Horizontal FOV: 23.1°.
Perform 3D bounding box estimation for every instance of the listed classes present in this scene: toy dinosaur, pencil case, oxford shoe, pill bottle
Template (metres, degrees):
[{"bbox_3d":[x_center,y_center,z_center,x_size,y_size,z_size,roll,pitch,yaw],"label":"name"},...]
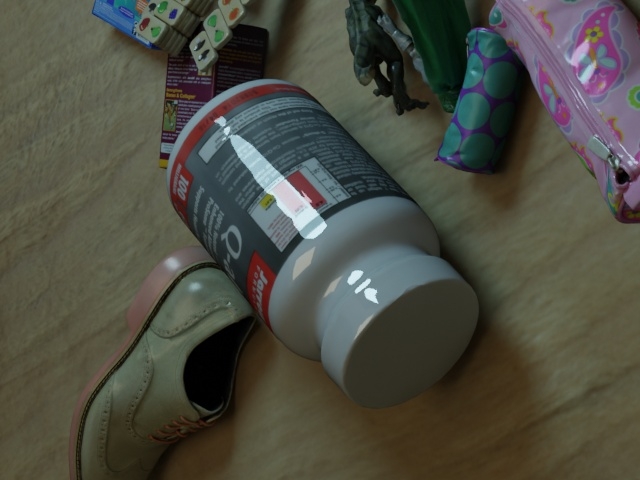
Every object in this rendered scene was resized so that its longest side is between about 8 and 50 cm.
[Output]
[{"bbox_3d":[0.063,-0.198,1.701,0.064,0.118,0.268,-23,30,13],"label":"toy dinosaur"},{"bbox_3d":[0.268,-0.144,1.482,0.124,0.124,0.284,-49,53,34],"label":"pencil case"},{"bbox_3d":[-0.204,0.206,1.982,0.146,0.140,0.397,42,120,33],"label":"oxford shoe"},{"bbox_3d":[0.000,0.000,1.705,0.363,0.210,0.210,48,122,38],"label":"pill bottle"},{"bbox_3d":[0.168,-0.145,1.633,0.070,0.064,0.152,21,103,27],"label":"pencil case"}]

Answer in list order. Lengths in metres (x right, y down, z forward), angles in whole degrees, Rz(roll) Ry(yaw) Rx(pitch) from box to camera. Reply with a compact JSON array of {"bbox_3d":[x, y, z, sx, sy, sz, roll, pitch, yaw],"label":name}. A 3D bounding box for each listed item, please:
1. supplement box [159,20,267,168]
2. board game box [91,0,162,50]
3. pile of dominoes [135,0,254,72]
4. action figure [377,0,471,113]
[{"bbox_3d":[-0.136,-0.178,1.963,0.104,0.080,0.188,9,95,48],"label":"supplement box"},{"bbox_3d":[-0.225,-0.378,2.099,0.160,0.047,0.210,35,113,44],"label":"board game box"},{"bbox_3d":[-0.129,-0.341,1.917,0.251,0.040,0.196,-56,40,3],"label":"pile of dominoes"},{"bbox_3d":[0.109,-0.242,1.654,0.063,0.137,0.232,-6,110,47],"label":"action figure"}]
